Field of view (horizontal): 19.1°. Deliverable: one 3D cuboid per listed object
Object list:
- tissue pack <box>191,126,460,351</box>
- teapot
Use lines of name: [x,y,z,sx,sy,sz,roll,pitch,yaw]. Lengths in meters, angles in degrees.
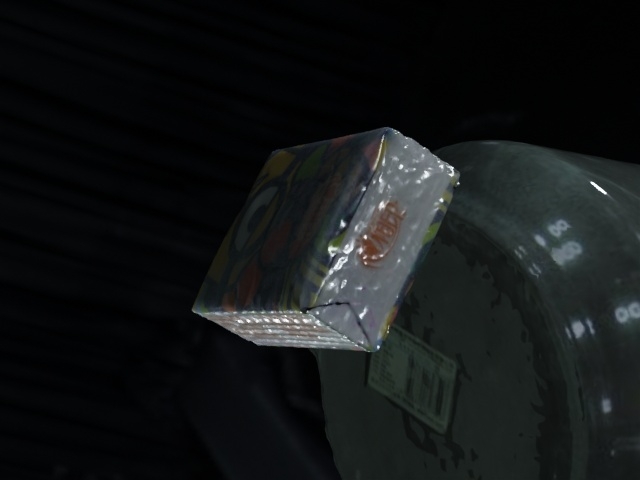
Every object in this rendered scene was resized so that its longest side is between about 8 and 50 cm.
tissue pack: [0.000,0.000,0.569,0.063,0.035,0.083,-63,-160,-15]
teapot: [0.173,0.059,1.072,0.300,0.344,0.253,1,-82,51]
